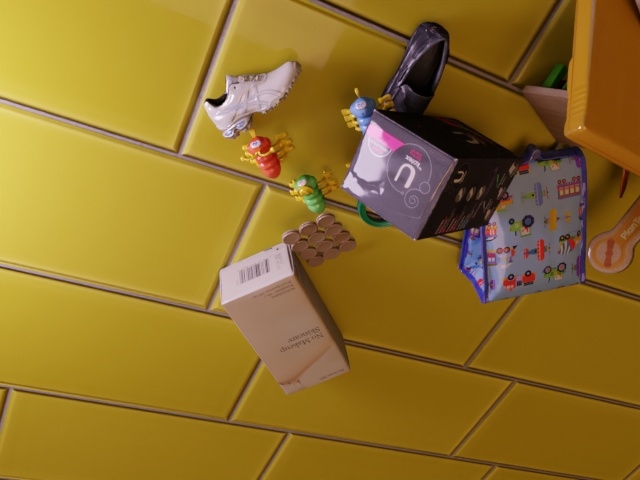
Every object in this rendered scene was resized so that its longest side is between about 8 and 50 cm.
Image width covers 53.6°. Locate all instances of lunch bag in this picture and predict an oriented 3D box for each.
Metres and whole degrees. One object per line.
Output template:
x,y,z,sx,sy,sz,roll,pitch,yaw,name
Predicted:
0.401,-0.046,1.238,0.220,0.138,0.293,-11,123,-7,lunch bag

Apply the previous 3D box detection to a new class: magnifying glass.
0.185,-0.066,1.249,0.230,0.026,0.092,3,125,-11,magnifying glass

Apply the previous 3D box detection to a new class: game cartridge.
0.511,-0.259,1.011,0.285,0.324,0.052,20,162,-23,game cartridge

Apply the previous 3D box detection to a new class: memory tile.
0.000,0.000,1.240,0.113,0.012,0.148,-26,145,12,memory tile

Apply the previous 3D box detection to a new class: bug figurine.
0.012,-0.141,1.093,0.279,0.072,0.216,-18,135,18,bug figurine

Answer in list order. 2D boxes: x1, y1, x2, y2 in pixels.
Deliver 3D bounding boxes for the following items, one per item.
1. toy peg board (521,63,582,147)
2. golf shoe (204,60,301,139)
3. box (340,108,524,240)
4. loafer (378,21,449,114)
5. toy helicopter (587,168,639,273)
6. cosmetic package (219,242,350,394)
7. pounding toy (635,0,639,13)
0.467,-0.234,1.105,0.160,0.161,0.079,36,86,-38,toy peg board
-0.113,-0.245,1.033,0.176,0.069,0.086,-37,118,15,golf shoe
0.190,-0.112,1.043,0.270,0.165,0.143,-10,131,-52,box
0.154,-0.253,1.067,0.076,0.078,0.223,11,124,-17,loafer
0.626,-0.093,1.193,0.355,0.235,0.140,-55,153,18,toy helicopter
-0.069,0.168,1.317,0.160,0.113,0.309,-24,126,7,cosmetic package
0.515,-0.416,0.966,0.100,0.130,0.141,1,144,45,pounding toy
